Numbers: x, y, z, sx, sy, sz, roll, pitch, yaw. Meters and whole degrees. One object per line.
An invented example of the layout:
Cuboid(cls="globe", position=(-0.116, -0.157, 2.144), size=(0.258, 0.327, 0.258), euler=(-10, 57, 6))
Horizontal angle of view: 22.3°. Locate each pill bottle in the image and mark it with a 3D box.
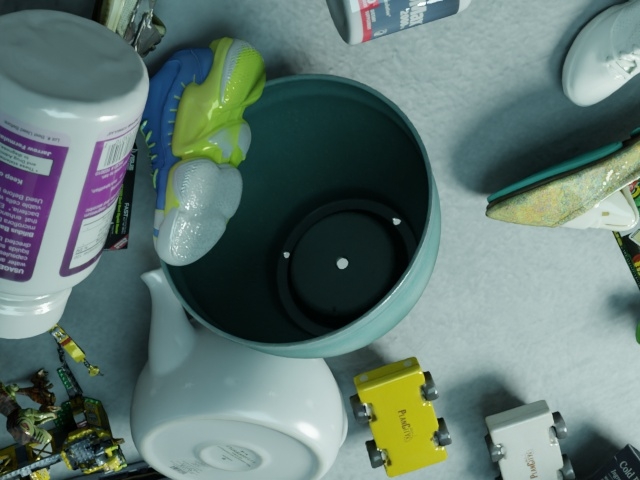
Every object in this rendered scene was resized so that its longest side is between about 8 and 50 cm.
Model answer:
Cuboid(cls="pill bottle", position=(-0.277, -0.055, 1.558), size=(0.169, 0.169, 0.302), euler=(6, 129, -22))
Cuboid(cls="pill bottle", position=(0.097, -0.272, 1.643), size=(0.180, 0.108, 0.108), euler=(-18, 125, -7))

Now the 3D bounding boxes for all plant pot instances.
Cuboid(cls="plant pot", position=(0.000, 0.000, 1.703), size=(0.293, 0.293, 0.196), euler=(-33, 152, 4))

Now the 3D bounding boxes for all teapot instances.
Cuboid(cls="teapot", position=(-0.085, 0.162, 1.821), size=(0.252, 0.187, 0.256), euler=(7, 147, -1))

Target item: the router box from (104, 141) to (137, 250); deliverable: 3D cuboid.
Cuboid(cls="router box", position=(-0.218, -0.063, 1.679), size=(0.038, 0.092, 0.122), euler=(0, 122, -18))

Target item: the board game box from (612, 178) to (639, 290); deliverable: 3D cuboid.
Cuboid(cls="board game box", position=(0.469, -0.044, 1.907), size=(0.259, 0.136, 0.030), euler=(-22, 165, -4))

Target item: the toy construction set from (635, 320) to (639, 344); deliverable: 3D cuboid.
Cuboid(cls="toy construction set", position=(0.525, 0.081, 1.965), size=(0.237, 0.257, 0.309), euler=(13, 96, -12))

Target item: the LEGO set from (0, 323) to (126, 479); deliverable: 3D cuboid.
Cuboid(cls="LEGO set", position=(-0.346, 0.199, 1.741), size=(0.254, 0.192, 0.331), euler=(-15, 125, -9))

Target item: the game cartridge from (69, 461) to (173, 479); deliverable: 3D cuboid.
Cuboid(cls="game cartridge", position=(-0.167, 0.349, 1.984), size=(0.294, 0.060, 0.196), euler=(-11, 121, -11))

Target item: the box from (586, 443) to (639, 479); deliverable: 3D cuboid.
Cuboid(cls="box", position=(0.409, 0.482, 2.150), size=(0.312, 0.179, 0.343), euler=(-44, 135, 10))

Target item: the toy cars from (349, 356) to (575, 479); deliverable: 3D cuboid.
Cuboid(cls="toy cars", position=(0.174, 0.225, 2.003), size=(0.393, 0.087, 0.176), euler=(20, 125, -32))

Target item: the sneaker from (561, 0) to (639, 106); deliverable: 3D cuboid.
Cuboid(cls="sneaker", position=(0.354, -0.220, 1.770), size=(0.212, 0.094, 0.080), euler=(-45, 125, 13))

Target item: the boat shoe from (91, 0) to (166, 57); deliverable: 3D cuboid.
Cuboid(cls="boat shoe", position=(-0.187, -0.213, 1.602), size=(0.073, 0.080, 0.224), euler=(8, 114, -17))

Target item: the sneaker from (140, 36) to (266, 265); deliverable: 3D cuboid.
Cuboid(cls="sneaker", position=(-0.139, -0.092, 1.639), size=(0.091, 0.126, 0.240), euler=(37, 68, -50))

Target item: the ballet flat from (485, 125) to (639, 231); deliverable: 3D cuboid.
Cuboid(cls="ballet flat", position=(0.359, -0.077, 1.838), size=(0.348, 0.123, 0.123), euler=(-28, 126, -3))
